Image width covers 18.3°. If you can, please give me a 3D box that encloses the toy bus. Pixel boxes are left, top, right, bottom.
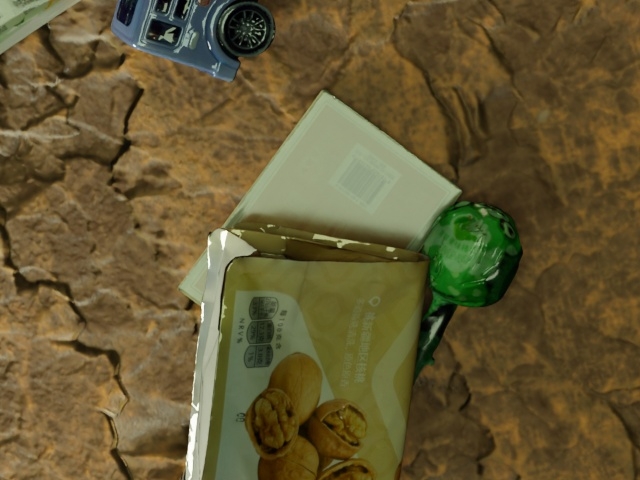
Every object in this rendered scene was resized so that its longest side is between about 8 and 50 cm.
[{"bbox_3d":[-0.090,-0.302,1.798,0.133,0.125,0.292,15,100,-23],"label":"toy bus"}]

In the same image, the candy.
[{"bbox_3d":[0.094,0.108,1.902,0.097,0.097,0.323,26,106,-2],"label":"candy"}]

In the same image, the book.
[{"bbox_3d":[0.000,0.000,1.911,0.170,0.018,0.242,37,98,-2],"label":"book"}]

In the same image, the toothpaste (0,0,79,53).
[{"bbox_3d":[-0.344,-0.185,1.882,0.314,0.058,0.056,-37,52,3],"label":"toothpaste"}]

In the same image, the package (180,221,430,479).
[{"bbox_3d":[-0.040,0.146,1.867,0.221,0.165,0.311,0,104,-29],"label":"package"}]
